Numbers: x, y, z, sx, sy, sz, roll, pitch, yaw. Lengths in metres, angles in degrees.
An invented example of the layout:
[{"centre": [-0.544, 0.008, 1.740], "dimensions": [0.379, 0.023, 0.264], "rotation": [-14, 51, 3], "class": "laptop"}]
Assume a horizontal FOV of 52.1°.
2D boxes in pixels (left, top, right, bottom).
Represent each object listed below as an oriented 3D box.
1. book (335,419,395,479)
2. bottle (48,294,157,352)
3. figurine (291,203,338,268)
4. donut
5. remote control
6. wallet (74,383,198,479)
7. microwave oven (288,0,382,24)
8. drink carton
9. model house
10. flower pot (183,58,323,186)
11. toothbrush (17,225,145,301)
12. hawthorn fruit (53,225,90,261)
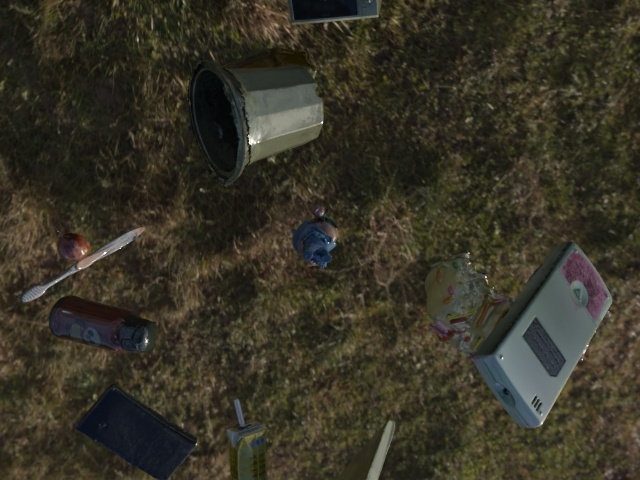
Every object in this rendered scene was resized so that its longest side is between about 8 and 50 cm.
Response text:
[{"centre": [0.050, 0.547, 1.375], "dimensions": [0.035, 0.239, 0.352], "rotation": [29, 132, 2], "class": "book"}, {"centre": [-0.670, 0.267, 2.049], "dimensions": [0.337, 0.144, 0.143], "rotation": [9, 121, 18], "class": "bottle"}, {"centre": [-0.002, -0.005, 1.580], "dimensions": [0.114, 0.178, 0.144], "rotation": [28, 106, -14], "class": "figurine"}, {"centre": [0.401, 0.177, 1.460], "dimensions": [0.371, 0.150, 0.307], "rotation": [20, 153, 5], "class": "donut"}, {"centre": [0.377, 0.142, 1.080], "dimensions": [0.344, 0.050, 0.145], "rotation": [-40, 98, -38], "class": "remote control"}, {"centre": [-0.456, 0.489, 1.649], "dimensions": [0.285, 0.030, 0.146], "rotation": [41, 84, -20], "class": "wallet"}, {"centre": [0.041, -0.688, 1.793], "dimensions": [0.241, 0.194, 0.145], "rotation": [-2, 123, 11], "class": "microwave oven"}, {"centre": [-0.150, 0.430, 1.353], "dimensions": [0.084, 0.075, 0.199], "rotation": [-8, 99, -42], "class": "drink carton"}, {"centre": [-0.156, -0.442, 1.808], "dimensions": [0.268, 0.239, 0.173], "rotation": [-22, 137, -3], "class": "model house"}, {"centre": [-0.149, -0.295, 1.537], "dimensions": [0.259, 0.290, 0.290], "rotation": [-19, 124, -30], "class": "flower pot"}, {"centre": [-0.578, 0.051, 1.621], "dimensions": [0.375, 0.037, 0.028], "rotation": [-38, 111, -41], "class": "toothbrush"}, {"centre": [-0.562, 0.004, 1.462], "dimensions": [0.067, 0.066, 0.103], "rotation": [-24, 139, -1], "class": "hawthorn fruit"}]
